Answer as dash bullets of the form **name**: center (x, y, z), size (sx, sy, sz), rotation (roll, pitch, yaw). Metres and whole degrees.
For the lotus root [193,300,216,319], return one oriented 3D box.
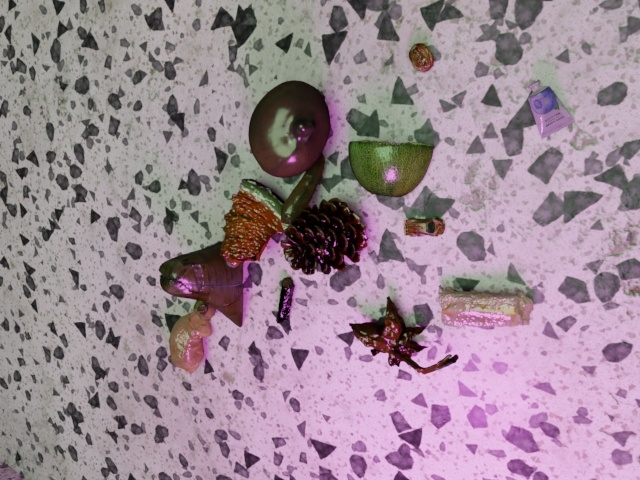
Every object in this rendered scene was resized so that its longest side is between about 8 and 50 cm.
- **lotus root**: center (-0.449, 0.264, 1.659), size (0.077, 0.183, 0.090), rotation (-39, 93, -16)

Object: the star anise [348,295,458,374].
- **star anise**: center (0.257, 0.311, 1.320), size (0.346, 0.148, 0.237), rotation (17, 111, 36)

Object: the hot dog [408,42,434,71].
- **hot dog**: center (0.287, -0.523, 1.214), size (0.058, 0.035, 0.083), rotation (-36, 83, 31)

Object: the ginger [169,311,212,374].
- **ginger**: center (-0.538, 0.416, 1.738), size (0.152, 0.138, 0.267), rotation (18, 102, 17)

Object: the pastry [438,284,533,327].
- **pastry**: center (0.472, 0.201, 1.232), size (0.258, 0.089, 0.122), rotation (2, 113, 29)

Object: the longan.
- **longan**: center (-0.091, -0.336, 1.306), size (0.300, 0.243, 0.300), rotation (-10, 79, 62)

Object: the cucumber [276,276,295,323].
- **cucumber**: center (-0.130, 0.222, 1.550), size (0.053, 0.053, 0.182), rotation (20, 110, 22)

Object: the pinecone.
- **pinecone**: center (0.002, 0.003, 1.317), size (0.246, 0.292, 0.246), rotation (20, 123, 34)

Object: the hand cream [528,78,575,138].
- **hand cream**: center (0.582, -0.345, 1.098), size (0.084, 0.053, 0.142), rotation (-28, 97, 27)

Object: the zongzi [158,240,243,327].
- **zongzi**: center (-0.408, 0.204, 1.535), size (0.160, 0.323, 0.361), rotation (13, 112, 39)

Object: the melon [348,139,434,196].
- **melon**: center (0.189, -0.211, 1.271), size (0.265, 0.129, 0.169), rotation (8, 106, 24)

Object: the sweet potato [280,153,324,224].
- **sweet potato**: center (-0.050, -0.172, 1.397), size (0.075, 0.075, 0.273), rotation (28, 91, 19)

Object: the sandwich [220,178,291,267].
- **sandwich**: center (-0.236, -0.038, 1.492), size (0.250, 0.162, 0.301), rotation (35, 83, 3)

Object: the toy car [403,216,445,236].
- **toy car**: center (0.314, -0.039, 1.290), size (0.122, 0.035, 0.059), rotation (0, 96, 28)
